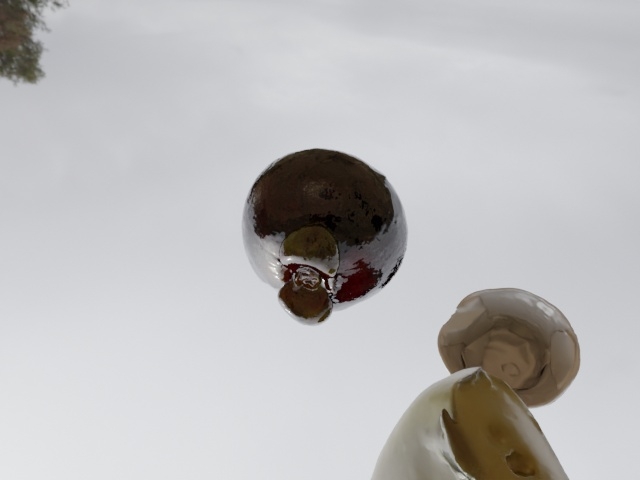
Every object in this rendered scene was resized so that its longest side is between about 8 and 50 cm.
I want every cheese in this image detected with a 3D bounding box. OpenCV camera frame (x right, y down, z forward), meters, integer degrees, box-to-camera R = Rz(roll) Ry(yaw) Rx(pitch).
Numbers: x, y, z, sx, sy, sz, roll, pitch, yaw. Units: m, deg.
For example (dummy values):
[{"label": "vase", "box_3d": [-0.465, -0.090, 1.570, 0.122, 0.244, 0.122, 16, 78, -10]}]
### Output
[{"label": "cheese", "box_3d": [0.115, 0.295, 0.418, 0.128, 0.316, 0.260, 13, -148, -16]}]

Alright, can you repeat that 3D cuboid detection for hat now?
[{"label": "hat", "box_3d": [0.297, 0.183, 0.771, 0.202, 0.126, 0.203, -8, -117, 15]}]

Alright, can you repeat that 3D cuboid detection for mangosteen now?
[{"label": "mangosteen", "box_3d": [0.000, 0.000, 0.413, 0.152, 0.153, 0.153, -1, -143, 1]}]
